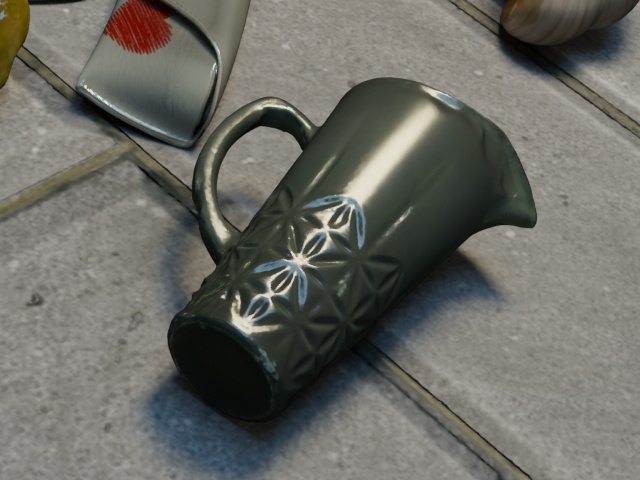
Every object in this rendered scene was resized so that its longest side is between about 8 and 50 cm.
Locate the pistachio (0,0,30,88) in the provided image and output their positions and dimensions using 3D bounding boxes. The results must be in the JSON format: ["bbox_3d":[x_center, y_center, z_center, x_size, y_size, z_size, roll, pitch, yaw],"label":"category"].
[{"bbox_3d":[-0.326,-0.156,1.203,0.110,0.100,0.189,21,47,36],"label":"pistachio"}]

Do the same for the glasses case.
[{"bbox_3d":[-0.130,-0.221,1.340,0.128,0.083,0.308,14,43,-5],"label":"glasses case"}]

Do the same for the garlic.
[{"bbox_3d":[0.213,-0.317,1.477,0.256,0.207,0.207,18,43,10],"label":"garlic"}]

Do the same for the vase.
[{"bbox_3d":[0.000,0.000,1.126,0.251,0.156,0.301,33,51,11],"label":"vase"}]
